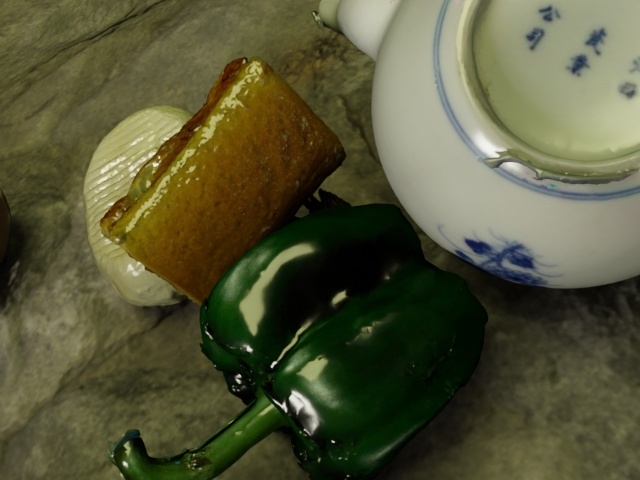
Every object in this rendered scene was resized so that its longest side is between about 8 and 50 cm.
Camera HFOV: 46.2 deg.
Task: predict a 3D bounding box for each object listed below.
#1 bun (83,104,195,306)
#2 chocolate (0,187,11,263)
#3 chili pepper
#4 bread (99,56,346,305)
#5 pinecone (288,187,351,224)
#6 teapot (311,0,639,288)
[{"bbox_3d":[-0.143,-0.030,0.701,0.164,0.111,0.188,-30,58,14],"label":"bun"},{"bbox_3d":[-0.434,0.030,0.779,0.261,0.083,0.161,-11,36,12],"label":"chocolate"},{"bbox_3d":[-0.014,0.092,0.524,0.261,0.165,0.174,-38,71,-10],"label":"chili pepper"},{"bbox_3d":[-0.074,-0.041,0.577,0.103,0.132,0.172,25,77,49],"label":"bread"},{"bbox_3d":[0.000,0.000,0.642,0.083,0.077,0.077,-42,50,11],"label":"pinecone"},{"bbox_3d":[0.167,-0.090,0.529,0.424,0.280,0.252,32,90,11],"label":"teapot"}]
